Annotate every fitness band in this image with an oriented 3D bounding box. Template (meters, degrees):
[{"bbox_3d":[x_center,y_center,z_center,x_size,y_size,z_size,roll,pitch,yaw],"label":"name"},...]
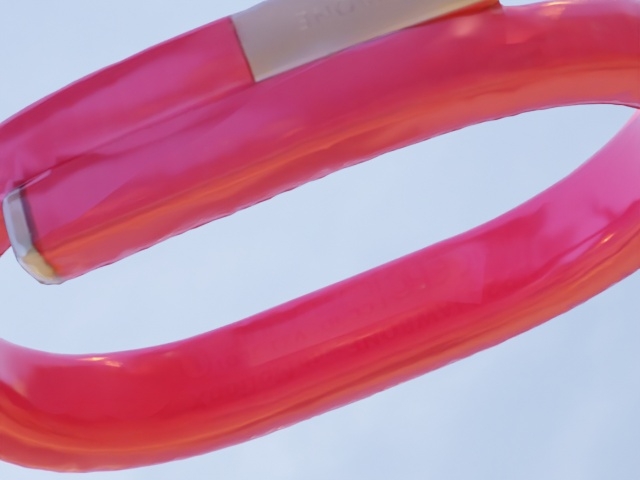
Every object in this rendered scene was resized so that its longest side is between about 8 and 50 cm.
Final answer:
[{"bbox_3d":[0.000,0.000,0.565,0.290,0.054,0.209,-21,-28,3],"label":"fitness band"}]
